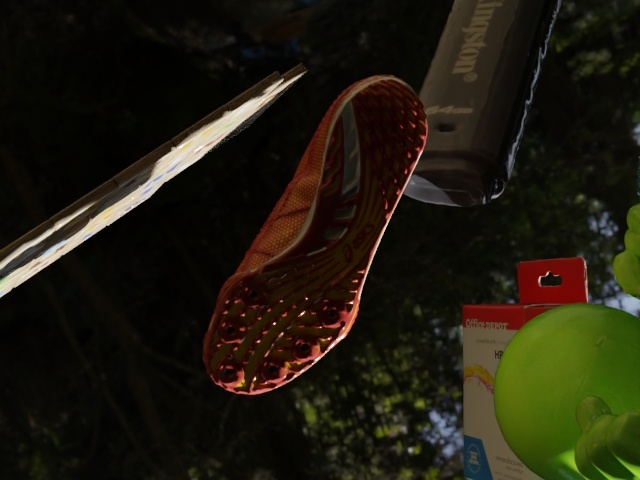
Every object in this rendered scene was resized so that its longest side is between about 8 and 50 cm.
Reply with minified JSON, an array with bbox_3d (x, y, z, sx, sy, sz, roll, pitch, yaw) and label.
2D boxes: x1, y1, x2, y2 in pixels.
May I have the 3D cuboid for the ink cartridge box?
[{"bbox_3d":[0.207,0.134,1.030,0.078,0.231,0.134,1,176,-20],"label":"ink cartridge box"}]

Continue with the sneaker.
[{"bbox_3d":[0.000,0.000,0.505,0.175,0.064,0.067,-57,-172,3],"label":"sneaker"}]

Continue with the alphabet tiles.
[{"bbox_3d":[-0.116,-0.032,0.632,0.237,0.009,0.198,-37,-176,-25],"label":"alphabet tiles"}]

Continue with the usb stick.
[{"bbox_3d":[0.118,-0.135,0.696,0.077,0.045,0.278,8,-128,20],"label":"usb stick"}]

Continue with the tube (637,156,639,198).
[{"bbox_3d":[0.269,0.044,0.766,0.052,0.207,0.080,-11,159,8],"label":"tube"}]

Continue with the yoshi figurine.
[{"bbox_3d":[0.188,0.046,0.518,0.204,0.362,0.203,-10,-130,-18],"label":"yoshi figurine"}]
